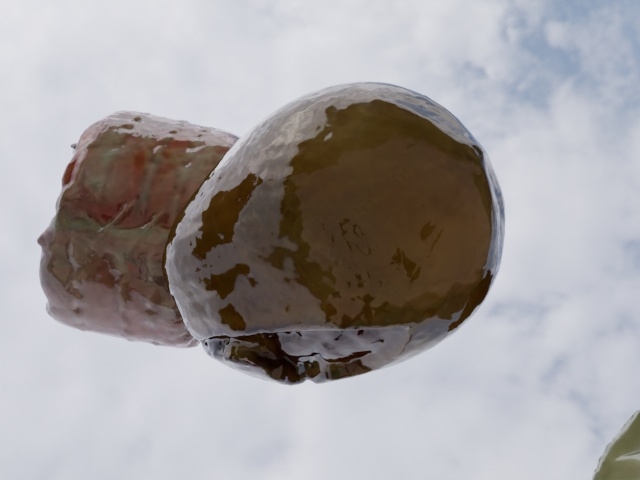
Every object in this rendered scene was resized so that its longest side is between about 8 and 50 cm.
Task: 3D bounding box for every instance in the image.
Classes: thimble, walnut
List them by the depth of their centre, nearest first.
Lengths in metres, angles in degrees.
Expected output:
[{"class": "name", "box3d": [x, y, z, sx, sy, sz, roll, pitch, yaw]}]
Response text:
[{"class": "walnut", "box3d": [0.000, 0.000, 0.653, 0.203, 0.297, 0.203, 16, -114, -41]}, {"class": "thimble", "box3d": [-0.170, -0.012, 0.899, 0.162, 0.239, 0.239, 15, -102, 3]}]

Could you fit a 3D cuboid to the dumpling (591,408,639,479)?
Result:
[{"class": "dumpling", "box3d": [0.450, 0.290, 0.893, 0.315, 0.395, 0.233, -32, -61, -29]}]
